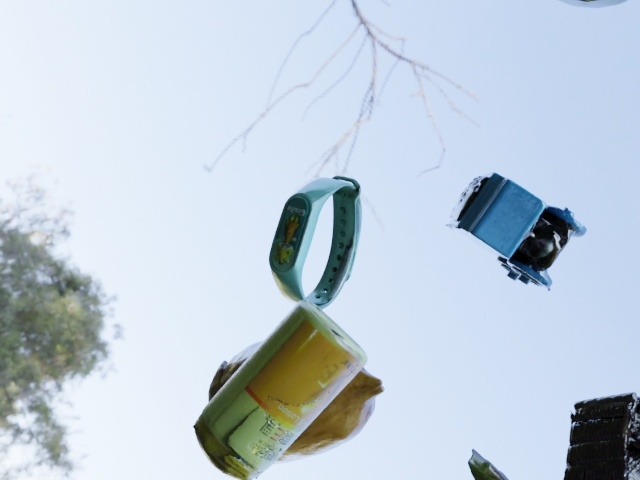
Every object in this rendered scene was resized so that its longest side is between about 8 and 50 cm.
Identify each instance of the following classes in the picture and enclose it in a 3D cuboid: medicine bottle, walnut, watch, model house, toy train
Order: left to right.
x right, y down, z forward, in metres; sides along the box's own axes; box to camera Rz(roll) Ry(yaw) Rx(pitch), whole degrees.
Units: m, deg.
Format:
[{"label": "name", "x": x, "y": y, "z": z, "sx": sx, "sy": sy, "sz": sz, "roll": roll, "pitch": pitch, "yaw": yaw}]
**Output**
[{"label": "medicine bottle", "x": -0.056, "y": 0.197, "z": 1.076, "sx": 0.124, "sy": 0.239, "sz": 0.124, "roll": 41, "pitch": 1, "yaw": -1}, {"label": "walnut", "x": -0.034, "y": 0.246, "z": 1.329, "sx": 0.336, "sy": 0.209, "sz": 0.209, "roll": -19, "pitch": -89, "yaw": 37}, {"label": "watch", "x": 0.000, "y": 0.000, "z": 1.431, "sx": 0.068, "sy": 0.195, "sz": 0.237, "roll": 14, "pitch": -91, "yaw": 34}, {"label": "toy train", "x": 0.421, "y": -0.029, "z": 1.857, "sx": 0.265, "sy": 0.188, "sz": 0.300, "roll": 33, "pitch": 3, "yaw": 2}, {"label": "model house", "x": 0.678, "y": 0.451, "z": 1.746, "sx": 0.317, "sy": 0.297, "sz": 0.282, "roll": -23, "pitch": -88, "yaw": 56}]

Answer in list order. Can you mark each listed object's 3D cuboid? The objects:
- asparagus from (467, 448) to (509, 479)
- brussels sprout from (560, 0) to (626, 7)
[{"label": "asparagus", "x": 0.426, "y": 0.578, "z": 1.867, "sx": 0.287, "sy": 0.080, "sz": 0.080, "roll": 40, "pitch": -38, "yaw": 4}, {"label": "brussels sprout", "x": 0.462, "y": -0.525, "z": 1.340, "sx": 0.371, "sy": 0.315, "sz": 0.276, "roll": 18, "pitch": -23, "yaw": 16}]
